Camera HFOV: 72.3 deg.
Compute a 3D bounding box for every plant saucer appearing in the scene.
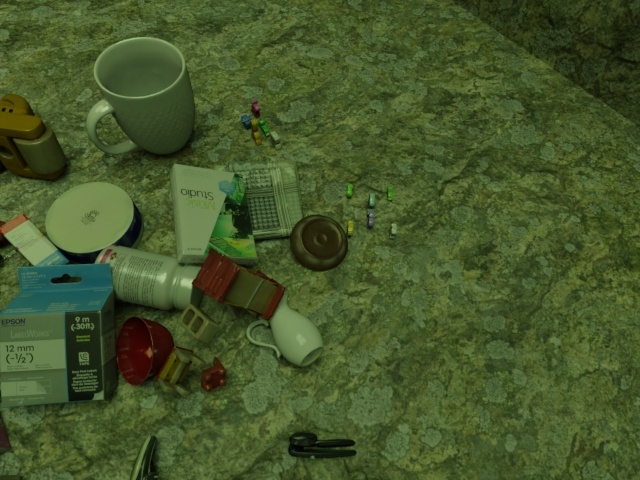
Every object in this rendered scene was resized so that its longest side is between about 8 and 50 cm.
[{"bbox_3d":[0.000,0.000,1.440,0.199,0.036,0.198,5,69,-12],"label":"plant saucer"}]

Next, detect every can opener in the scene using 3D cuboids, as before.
[{"bbox_3d":[0.005,0.549,1.155,0.186,0.073,0.059,11,53,-9],"label":"can opener"}]

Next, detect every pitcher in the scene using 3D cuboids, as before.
[{"bbox_3d":[-0.104,0.277,1.267,0.178,0.125,0.207,-43,61,-2],"label":"pitcher"}]

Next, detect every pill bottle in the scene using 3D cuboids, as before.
[{"bbox_3d":[-0.495,0.116,1.284,0.283,0.160,0.160,11,61,2],"label":"pill bottle"}]

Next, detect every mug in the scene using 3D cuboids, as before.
[{"bbox_3d":[-0.603,-0.433,1.475,0.276,0.328,0.374,42,67,17],"label":"mug"}]

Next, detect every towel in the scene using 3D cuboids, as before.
[{"bbox_3d":[-0.217,-0.148,1.512,0.312,0.056,0.324,-6,62,-8],"label":"towel"}]

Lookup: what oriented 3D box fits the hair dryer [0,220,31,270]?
[{"bbox_3d":[-1.030,0.036,1.324,0.293,0.080,0.223,35,63,13],"label":"hair dryer"}]

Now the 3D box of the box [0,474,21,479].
[{"bbox_3d":[-0.857,0.633,1.001,0.275,0.113,0.094,-14,63,-13],"label":"box"}]

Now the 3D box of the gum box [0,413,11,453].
[{"bbox_3d":[-0.895,0.518,1.085,0.188,0.062,0.107,-28,67,-19],"label":"gum box"}]

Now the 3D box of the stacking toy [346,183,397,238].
[{"bbox_3d":[0.176,-0.108,1.527,0.167,0.052,0.221,4,61,-3],"label":"stacking toy"}]

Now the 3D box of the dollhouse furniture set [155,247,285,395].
[{"bbox_3d":[-0.287,0.235,1.217,0.152,0.201,0.374,23,81,45],"label":"dollhouse furniture set"}]

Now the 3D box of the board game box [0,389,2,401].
[{"bbox_3d":[-0.904,0.353,1.095,0.136,0.201,0.035,23,62,7],"label":"board game box"}]

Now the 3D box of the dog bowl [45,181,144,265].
[{"bbox_3d":[-0.710,-0.052,1.387,0.265,0.104,0.264,2,62,-4],"label":"dog bowl"}]

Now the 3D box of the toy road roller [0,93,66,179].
[{"bbox_3d":[-1.014,-0.368,1.483,0.330,0.202,0.240,10,51,2],"label":"toy road roller"}]

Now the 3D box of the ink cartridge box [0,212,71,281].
[{"bbox_3d":[-0.841,0.009,1.277,0.078,0.134,0.231,-44,99,-26],"label":"ink cartridge box"}]

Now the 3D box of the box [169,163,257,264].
[{"bbox_3d":[-0.334,-0.080,1.359,0.232,0.058,0.322,4,61,-34],"label":"box"}]

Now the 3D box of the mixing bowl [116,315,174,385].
[{"bbox_3d":[-0.470,0.296,1.204,0.098,0.181,0.181,6,49,-53],"label":"mixing bowl"}]

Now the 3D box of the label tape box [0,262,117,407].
[{"bbox_3d":[-0.683,0.240,1.145,0.249,0.115,0.347,-2,93,-6],"label":"label tape box"}]

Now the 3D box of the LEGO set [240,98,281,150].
[{"bbox_3d":[-0.237,-0.439,1.645,0.087,0.093,0.227,-26,67,-17],"label":"LEGO set"}]

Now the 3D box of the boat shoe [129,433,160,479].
[{"bbox_3d":[-0.435,0.607,1.080,0.079,0.084,0.233,16,56,-21],"label":"boat shoe"}]
